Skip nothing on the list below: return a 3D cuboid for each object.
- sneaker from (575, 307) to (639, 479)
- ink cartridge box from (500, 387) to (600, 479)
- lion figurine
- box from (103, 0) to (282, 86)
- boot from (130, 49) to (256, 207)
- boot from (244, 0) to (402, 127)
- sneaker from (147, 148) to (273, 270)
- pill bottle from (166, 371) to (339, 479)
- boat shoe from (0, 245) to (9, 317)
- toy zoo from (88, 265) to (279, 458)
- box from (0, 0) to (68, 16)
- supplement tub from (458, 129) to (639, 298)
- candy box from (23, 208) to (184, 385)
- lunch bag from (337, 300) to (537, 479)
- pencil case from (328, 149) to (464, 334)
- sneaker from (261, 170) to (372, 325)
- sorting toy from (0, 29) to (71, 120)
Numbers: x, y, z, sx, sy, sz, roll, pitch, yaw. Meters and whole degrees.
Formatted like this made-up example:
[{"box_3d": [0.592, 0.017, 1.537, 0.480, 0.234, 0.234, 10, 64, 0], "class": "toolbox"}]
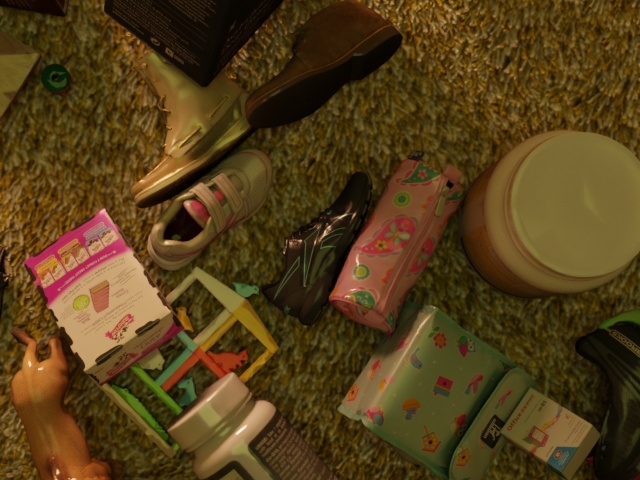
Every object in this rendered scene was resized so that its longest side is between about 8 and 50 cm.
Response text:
[{"box_3d": [0.520, 0.353, 1.701, 0.202, 0.185, 0.483, -13, 82, 14], "class": "sneaker"}, {"box_3d": [0.354, 0.298, 1.651, 0.122, 0.052, 0.089, 30, 80, 41], "class": "ink cartridge box"}, {"box_3d": [-0.390, 0.299, 1.601, 0.142, 0.240, 0.392, -32, 87, -5], "class": "lion figurine"}, {"box_3d": [-0.138, -0.469, 1.573, 0.212, 0.395, 0.293, 37, 66, 1], "class": "box"}, {"box_3d": [-0.244, -0.196, 1.722, 0.262, 0.095, 0.203, -40, 89, -12], "class": "boot"}, {"box_3d": [-0.017, -0.288, 1.736, 0.305, 0.112, 0.115, -35, 75, -23], "class": "boot"}, {"box_3d": [-0.173, -0.051, 1.709, 0.103, 0.111, 0.252, 44, 84, 1], "class": "sneaker"}, {"box_3d": [-0.092, 0.350, 1.640, 0.161, 0.161, 0.283, -41, 94, -6], "class": "pill bottle"}, {"box_3d": [-0.519, 0.070, 1.712, 0.038, 0.046, 0.125, 13, 87, -2], "class": "boat shoe"}, {"box_3d": [-0.204, 0.179, 1.727, 0.293, 0.030, 0.192, -45, 89, -5], "class": "toy zoo"}, {"box_3d": [-0.504, -0.475, 1.701, 0.203, 0.167, 0.169, 8, 84, -2], "class": "box"}, {"box_3d": [0.352, -0.035, 1.625, 0.240, 0.331, 0.241, 0, 85, -3], "class": "supplement tub"}, {"box_3d": [-0.339, 0.086, 1.663, 0.159, 0.071, 0.233, -34, 60, -5], "class": "candy box"}, {"box_3d": [0.199, 0.255, 1.682, 0.262, 0.160, 0.223, 36, 80, -16], "class": "lunch bag"}, {"box_3d": [0.124, 0.004, 1.696, 0.124, 0.124, 0.284, 30, 76, 0], "class": "pencil case"}, {"box_3d": [0.000, 0.000, 1.721, 0.106, 0.101, 0.267, 25, 81, 5], "class": "sneaker"}, {"box_3d": [-0.550, -0.283, 1.742, 0.274, 0.046, 0.132, 31, 84, 0], "class": "sorting toy"}]
